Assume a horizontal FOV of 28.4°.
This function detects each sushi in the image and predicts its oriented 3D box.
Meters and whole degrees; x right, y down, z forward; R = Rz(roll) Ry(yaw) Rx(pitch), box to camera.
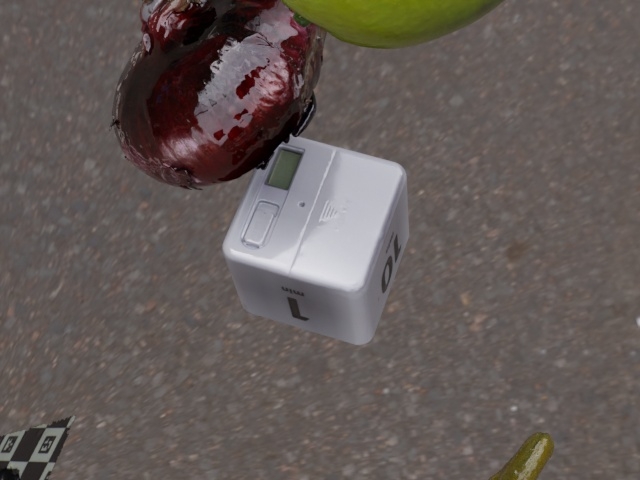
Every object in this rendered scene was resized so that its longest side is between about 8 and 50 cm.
[{"bbox_3d":[-0.329,0.293,1.300,0.040,0.193,0.210,41,49,-30],"label":"sushi"}]

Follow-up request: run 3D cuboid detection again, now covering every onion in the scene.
[{"bbox_3d":[-0.132,-0.205,1.549,0.232,0.314,0.314,42,66,-32],"label":"onion"}]

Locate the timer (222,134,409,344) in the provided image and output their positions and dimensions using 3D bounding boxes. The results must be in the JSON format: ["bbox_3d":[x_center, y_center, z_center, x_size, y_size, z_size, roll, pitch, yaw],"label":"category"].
[{"bbox_3d":[0.000,0.000,1.664,0.194,0.195,0.192,16,67,13],"label":"timer"}]

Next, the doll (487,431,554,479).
[{"bbox_3d":[0.219,0.318,1.463,0.097,0.137,0.209,33,93,3],"label":"doll"}]

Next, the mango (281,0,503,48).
[{"bbox_3d":[0.081,-0.238,0.875,0.273,0.149,0.185,-27,115,-18],"label":"mango"}]
